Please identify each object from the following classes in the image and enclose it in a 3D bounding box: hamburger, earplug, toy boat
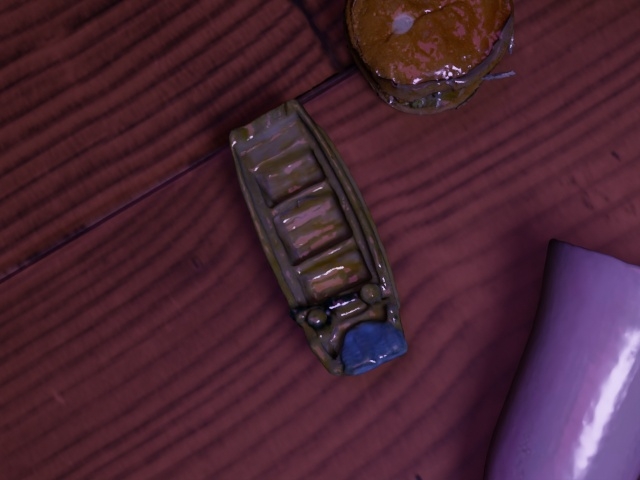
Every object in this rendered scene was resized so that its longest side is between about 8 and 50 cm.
[{"bbox_3d":[0.109,-0.206,1.294,0.185,0.113,0.177,32,80,4],"label":"hamburger"},{"bbox_3d":[0.229,0.167,1.189,0.172,0.172,0.301,23,90,11],"label":"earplug"},{"bbox_3d":[0.002,0.002,1.282,0.111,0.084,0.276,-26,74,5],"label":"toy boat"}]
